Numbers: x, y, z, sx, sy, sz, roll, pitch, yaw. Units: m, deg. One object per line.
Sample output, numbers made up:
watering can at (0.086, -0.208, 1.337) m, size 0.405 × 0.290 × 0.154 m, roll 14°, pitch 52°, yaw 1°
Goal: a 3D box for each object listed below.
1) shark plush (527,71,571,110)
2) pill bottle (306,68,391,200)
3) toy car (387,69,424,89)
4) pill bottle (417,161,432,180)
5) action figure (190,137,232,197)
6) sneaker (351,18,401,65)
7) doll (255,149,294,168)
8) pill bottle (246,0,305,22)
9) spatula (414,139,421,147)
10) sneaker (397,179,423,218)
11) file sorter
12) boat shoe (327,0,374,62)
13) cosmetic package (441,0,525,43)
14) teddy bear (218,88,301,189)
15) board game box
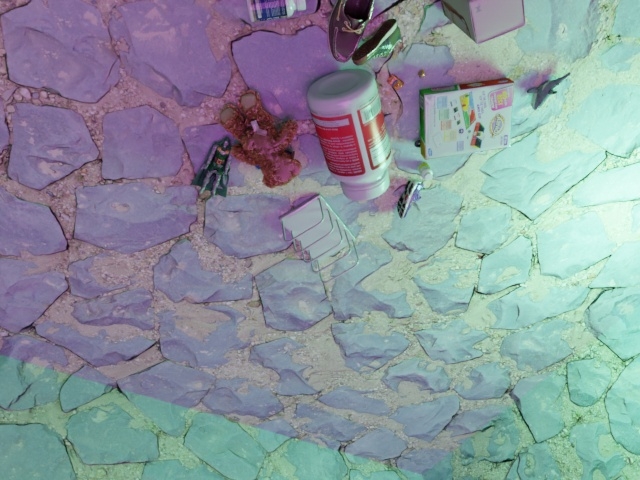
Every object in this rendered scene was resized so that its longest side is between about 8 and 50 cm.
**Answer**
shark plush at (0.808, -0.521, 1.980) m, size 0.161 × 0.067 × 0.073 m, roll -30°, pitch 126°, yaw 14°
pill bottle at (0.112, -0.345, 1.907) m, size 0.229 × 0.229 × 0.407 m, roll -16°, pitch 128°, yaw 4°
toy car at (0.288, -0.547, 1.896) m, size 0.122 × 0.040 × 0.060 m, roll -30°, pitch 126°, yaw 15°
pill bottle at (0.393, -0.257, 2.110) m, size 0.043 × 0.083 × 0.043 m, roll -4°, pitch 128°, yaw -5°
action figure at (-0.367, -0.264, 2.005) m, size 0.137 × 0.063 × 0.232 m, roll 17°, pitch 120°, yaw -17°
sneaker at (0.188, -0.605, 1.791) m, size 0.192 × 0.064 × 0.086 m, roll -47°, pitch 136°, yaw -6°
doll at (-0.188, -0.303, 2.008) m, size 0.189 × 0.046 × 0.129 m, roll 5°, pitch 124°, yaw -7°
pill bottle at (-0.132, -0.706, 1.672) m, size 0.169 × 0.094 × 0.094 m, roll -9°, pitch 128°, yaw -1°
spatula at (0.488, -0.359, 2.079) m, size 0.297 × 0.030 × 0.084 m, roll -2°, pitch 124°, yaw -7°
sneaker at (0.353, -0.155, 2.197) m, size 0.071 × 0.068 × 0.170 m, roll 8°, pitch 125°, yaw -22°
file sorter at (0.000, 0.000, 2.193) m, size 0.193 × 0.173 × 0.277 m, roll -31°, pitch 125°, yaw 14°
boat shoe at (0.099, -0.691, 1.719) m, size 0.117 × 0.096 × 0.324 m, roll 7°, pitch 126°, yaw -15°
cosmetic package at (0.461, -0.699, 1.642) m, size 0.153 × 0.296 × 0.129 m, roll -19°, pitch 127°, yaw 6°
teddy bear at (-0.197, -0.343, 1.917) m, size 0.338 × 0.113 × 0.245 m, roll 37°, pitch 101°, yaw -10°
board game box at (0.512, -0.426, 1.988) m, size 0.317 × 0.064 × 0.242 m, roll -8°, pitch 120°, yaw -3°
